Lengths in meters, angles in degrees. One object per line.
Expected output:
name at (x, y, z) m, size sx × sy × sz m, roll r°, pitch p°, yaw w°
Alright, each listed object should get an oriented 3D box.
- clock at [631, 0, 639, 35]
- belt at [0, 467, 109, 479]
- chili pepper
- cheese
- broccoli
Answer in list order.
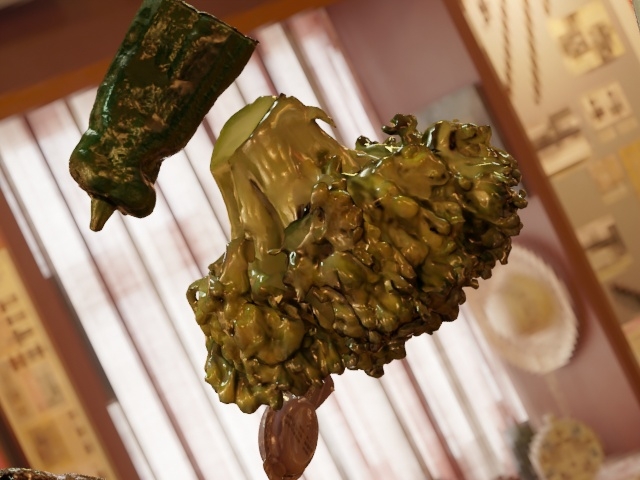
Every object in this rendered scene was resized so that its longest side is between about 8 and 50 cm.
clock at (0.256, -0.096, 1.059) m, size 0.053 × 0.236 × 0.236 m, roll -15°, pitch 1°, yaw 12°
belt at (-0.315, 0.321, 1.832) m, size 0.126 × 0.094 × 0.359 m, roll 4°, pitch -9°, yaw 19°
chili pepper at (-0.190, -0.132, 1.698) m, size 0.270 × 0.136 × 0.099 m, roll -62°, pitch 11°, yaw 0°
cheese at (-0.028, 0.207, 1.805) m, size 0.042 × 0.105 × 0.191 m, roll -6°, pitch 39°, yaw 30°
broccoli at (0.018, 0.015, 1.419) m, size 0.272 × 0.324 × 0.334 m, roll 18°, pitch -11°, yaw -25°
